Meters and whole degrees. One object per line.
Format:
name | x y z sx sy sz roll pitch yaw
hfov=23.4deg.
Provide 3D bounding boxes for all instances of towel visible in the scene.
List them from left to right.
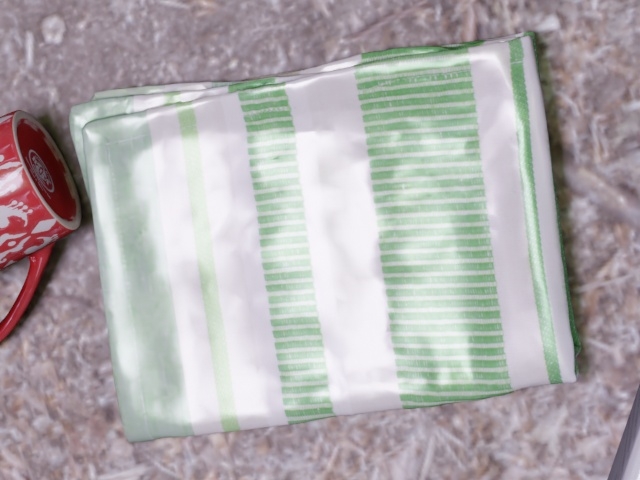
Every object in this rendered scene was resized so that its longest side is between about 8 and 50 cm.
towel | 0.000 0.000 1.043 0.324 0.038 0.248 -8 93 14

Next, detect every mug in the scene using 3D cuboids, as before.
mug | -0.254 -0.006 1.086 0.169 0.150 0.113 -25 52 10

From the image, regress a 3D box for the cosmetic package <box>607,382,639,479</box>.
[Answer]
cosmetic package | 0.280 0.051 0.881 0.161 0.230 0.453 18 99 11
